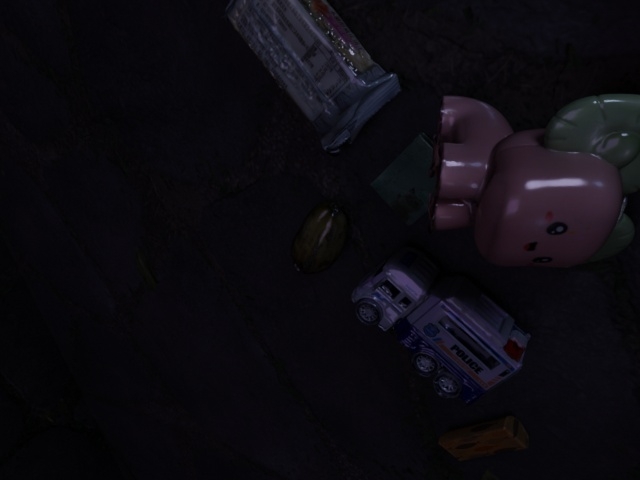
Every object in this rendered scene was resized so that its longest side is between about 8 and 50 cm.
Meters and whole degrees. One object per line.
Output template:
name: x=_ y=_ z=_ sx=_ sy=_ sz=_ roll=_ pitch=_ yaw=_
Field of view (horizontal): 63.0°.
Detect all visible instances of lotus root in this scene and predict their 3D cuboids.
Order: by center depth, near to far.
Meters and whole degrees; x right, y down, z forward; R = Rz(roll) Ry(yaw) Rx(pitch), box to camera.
lotus root: x=0.000 y=0.000 z=0.970 sx=0.089 sy=0.081 sz=0.179 roll=48 pitch=133 yaw=21

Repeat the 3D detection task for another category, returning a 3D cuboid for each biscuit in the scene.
biscuit: x=-0.027 y=-0.292 z=0.799 sx=0.309 sy=0.079 sz=0.186 roll=49 pitch=138 yaw=-1

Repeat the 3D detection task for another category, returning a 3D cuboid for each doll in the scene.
doll: x=0.277 y=-0.075 z=0.660 sx=0.269 sy=0.216 sz=0.284 roll=6 pitch=142 yaw=7

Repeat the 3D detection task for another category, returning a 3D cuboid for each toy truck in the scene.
toy truck: x=0.198 y=0.127 z=0.874 sx=0.268 sy=0.124 sz=0.155 roll=42 pitch=128 yaw=4

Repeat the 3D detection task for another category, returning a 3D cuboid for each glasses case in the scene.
glasses case: x=0.313 y=0.381 z=1.010 sx=0.065 sy=0.041 sz=0.170 roll=42 pitch=136 yaw=-8

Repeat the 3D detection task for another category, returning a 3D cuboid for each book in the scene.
book: x=0.153 y=-0.092 z=0.834 sx=0.103 sy=0.017 sz=0.135 roll=48 pitch=136 yaw=3
